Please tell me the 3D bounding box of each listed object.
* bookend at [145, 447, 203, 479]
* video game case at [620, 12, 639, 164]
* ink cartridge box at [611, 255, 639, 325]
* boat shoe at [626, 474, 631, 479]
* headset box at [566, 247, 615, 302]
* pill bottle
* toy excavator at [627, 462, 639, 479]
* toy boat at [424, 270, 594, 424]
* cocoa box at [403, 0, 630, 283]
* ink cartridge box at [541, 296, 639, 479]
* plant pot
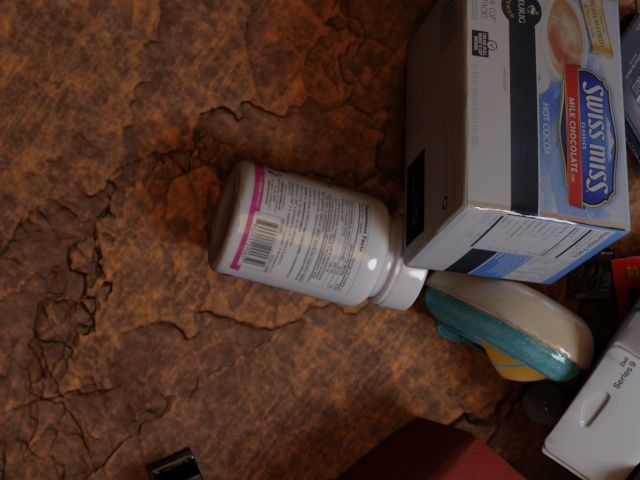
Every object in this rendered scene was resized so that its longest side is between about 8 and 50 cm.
[{"bbox_3d":[-0.179,0.398,1.719,0.072,0.157,0.156,-22,104,-9],"label":"bookend"},{"bbox_3d":[0.493,-0.174,1.780,0.274,0.026,0.196,55,44,-14],"label":"video game case"},{"bbox_3d":[0.561,0.098,1.829,0.224,0.056,0.181,-9,116,10],"label":"ink cartridge box"},{"bbox_3d":[0.520,0.322,1.791,0.104,0.307,0.111,35,70,13],"label":"boat shoe"},{"bbox_3d":[0.410,0.053,1.858,0.062,0.032,0.083,1,98,-13],"label":"headset box"},{"bbox_3d":[0.000,0.000,1.690,0.283,0.160,0.160,16,96,-15],"label":"pill bottle"},{"bbox_3d":[0.454,0.546,1.764,0.222,0.445,0.433,28,84,12],"label":"toy excavator"},{"bbox_3d":[0.292,0.160,1.763,0.318,0.267,0.148,36,82,-47],"label":"toy boat"},{"bbox_3d":[0.253,-0.145,1.622,0.227,0.231,0.347,8,69,-14],"label":"cocoa box"},{"bbox_3d":[0.446,0.196,1.722,0.121,0.289,0.211,34,121,13],"label":"ink cartridge box"},{"bbox_3d":[0.175,0.410,1.762,0.267,0.267,0.236,42,76,-15],"label":"plant pot"}]
